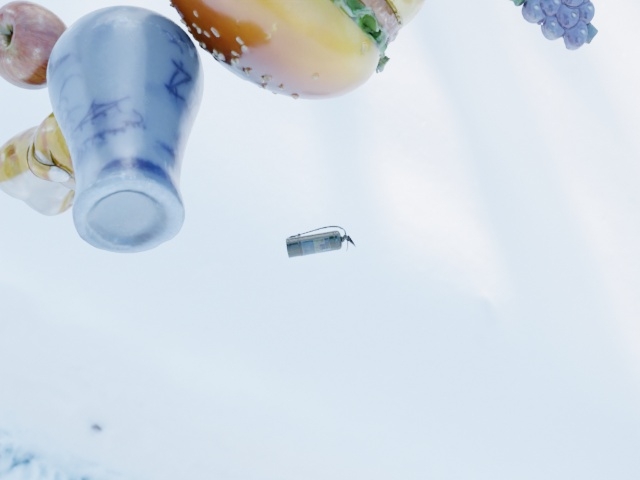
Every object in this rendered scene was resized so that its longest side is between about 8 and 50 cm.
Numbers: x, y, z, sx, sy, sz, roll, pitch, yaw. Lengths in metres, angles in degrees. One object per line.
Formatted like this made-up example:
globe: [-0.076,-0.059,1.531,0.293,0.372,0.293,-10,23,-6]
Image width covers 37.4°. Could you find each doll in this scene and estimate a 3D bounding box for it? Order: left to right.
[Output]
doll: [-0.444,-0.144,1.636,0.167,0.270,0.162,32,58,-38]

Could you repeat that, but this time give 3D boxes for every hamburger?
hamburger: [-0.035,-0.222,0.848,0.246,0.170,0.246,34,-1,1]

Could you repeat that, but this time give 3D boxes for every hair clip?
hair clip: [0.371,-0.390,1.507,0.195,0.052,0.124,37,84,-18]

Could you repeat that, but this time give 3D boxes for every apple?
apple: [-0.494,-0.330,1.615,0.131,0.146,0.146,21,40,-57]

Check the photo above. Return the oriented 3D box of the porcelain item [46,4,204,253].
porcelain item: [-0.169,-0.110,0.828,0.141,0.141,0.259,18,39,-29]

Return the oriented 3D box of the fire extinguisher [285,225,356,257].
fire extinguisher: [0.000,0.000,1.152,0.083,0.025,0.038,-8,65,4]
